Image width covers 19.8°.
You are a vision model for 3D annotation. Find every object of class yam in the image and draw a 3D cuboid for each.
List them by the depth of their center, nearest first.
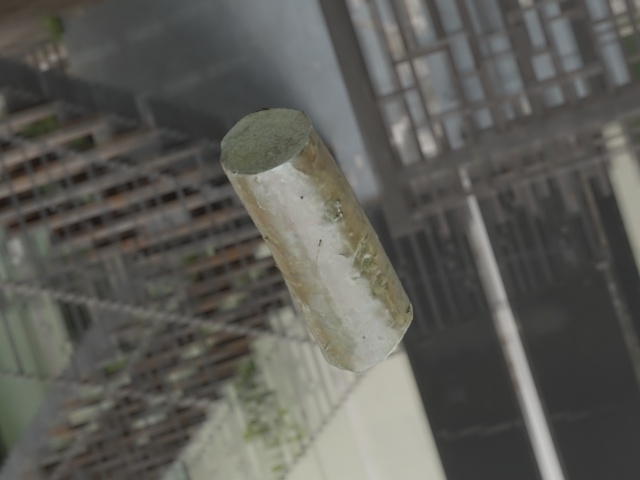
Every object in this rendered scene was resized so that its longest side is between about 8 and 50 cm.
[{"bbox_3d":[0.000,0.000,0.882,0.054,0.132,0.054,-21,-149,13],"label":"yam"}]
